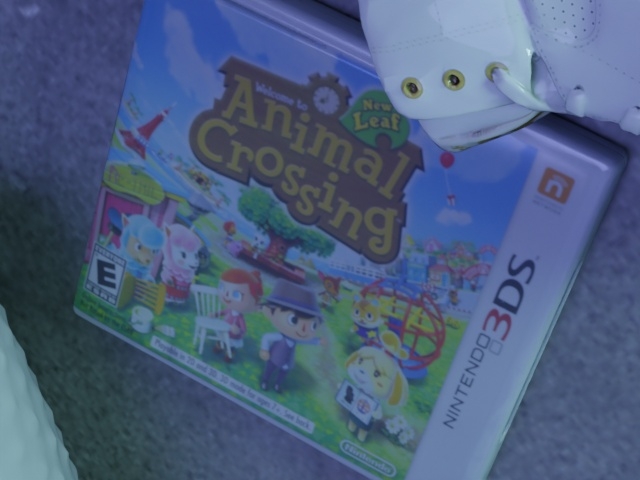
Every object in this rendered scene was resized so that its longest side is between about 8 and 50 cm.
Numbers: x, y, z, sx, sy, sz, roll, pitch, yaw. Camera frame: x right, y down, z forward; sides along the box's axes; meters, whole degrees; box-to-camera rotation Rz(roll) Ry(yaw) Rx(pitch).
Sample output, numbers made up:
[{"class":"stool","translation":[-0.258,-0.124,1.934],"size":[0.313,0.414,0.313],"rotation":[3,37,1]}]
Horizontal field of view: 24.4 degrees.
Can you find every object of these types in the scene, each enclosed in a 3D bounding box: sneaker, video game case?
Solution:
[{"class":"sneaker","translation":[0.121,-0.057,0.506],"size":[0.169,0.108,0.293],"rotation":[-36,82,37]},{"class":"video game case","translation":[0.000,0.000,0.638],"size":[0.212,0.023,0.193],"rotation":[28,122,15]}]

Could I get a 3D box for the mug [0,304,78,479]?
[{"class":"mug","translation":[-0.257,0.178,0.736],"size":[0.374,0.276,0.328],"rotation":[14,131,57]}]
